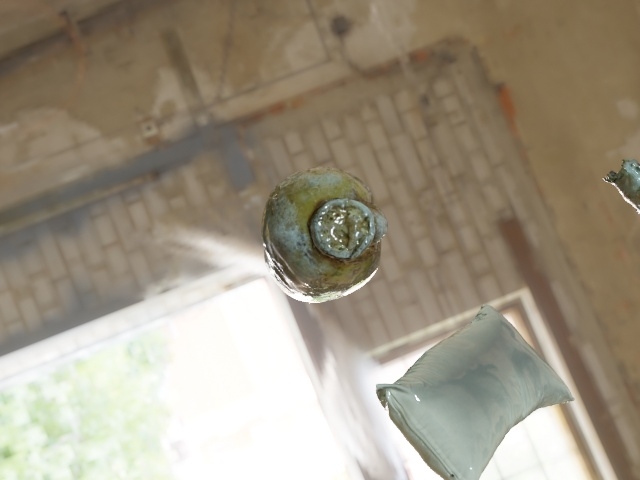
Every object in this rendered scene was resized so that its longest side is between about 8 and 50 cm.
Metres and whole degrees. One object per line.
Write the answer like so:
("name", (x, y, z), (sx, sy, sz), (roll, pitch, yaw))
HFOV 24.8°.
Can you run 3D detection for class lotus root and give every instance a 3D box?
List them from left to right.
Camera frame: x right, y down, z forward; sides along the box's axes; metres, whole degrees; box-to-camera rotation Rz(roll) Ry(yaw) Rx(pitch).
("lotus root", (-0.002, -0.001, 1.927), (0.349, 0.175, 0.175), (110, -42, -78))

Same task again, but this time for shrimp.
("shrimp", (0.568, -0.044, 2.239), (0.185, 0.068, 0.287), (45, -5, -18))

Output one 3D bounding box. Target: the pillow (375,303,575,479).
("pillow", (0.164, 0.160, 1.504), (0.144, 0.254, 0.078), (41, -56, 15))
